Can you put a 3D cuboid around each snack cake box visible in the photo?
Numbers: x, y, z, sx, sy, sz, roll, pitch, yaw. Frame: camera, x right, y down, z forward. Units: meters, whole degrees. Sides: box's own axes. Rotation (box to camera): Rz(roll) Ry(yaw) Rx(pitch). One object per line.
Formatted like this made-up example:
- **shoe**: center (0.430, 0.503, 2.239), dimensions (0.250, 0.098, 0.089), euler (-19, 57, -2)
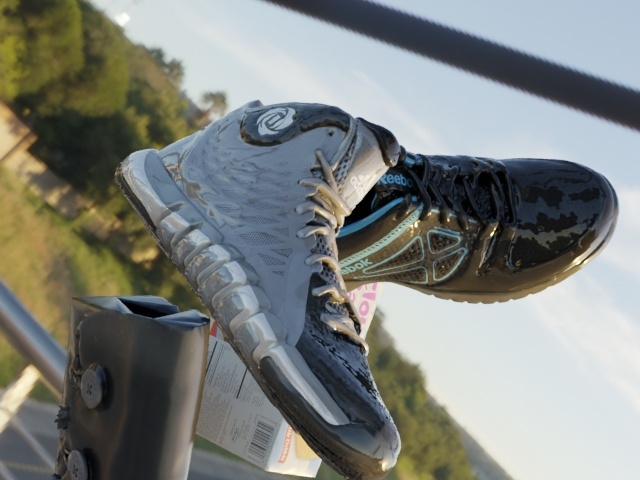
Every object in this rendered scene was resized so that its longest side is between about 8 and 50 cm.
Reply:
- **snack cake box**: center (-0.041, 0.105, 1.167), dimensions (0.152, 0.264, 0.089), euler (18, -3, 42)

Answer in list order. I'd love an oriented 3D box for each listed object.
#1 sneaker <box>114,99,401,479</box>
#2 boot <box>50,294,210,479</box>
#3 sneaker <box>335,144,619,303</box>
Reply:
- **sneaker**: center (0.000, 0.000, 0.527), dimensions (0.228, 0.132, 0.086), euler (49, -10, 33)
- **boot**: center (-0.157, 0.286, 1.018), dimensions (0.367, 0.445, 0.146), euler (10, -3, 45)
- **sneaker**: center (0.095, -0.017, 0.912), dimensions (0.139, 0.341, 0.125), euler (89, -7, -66)
